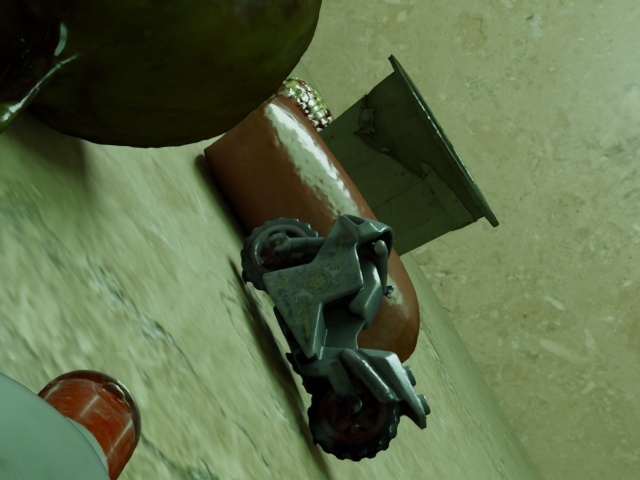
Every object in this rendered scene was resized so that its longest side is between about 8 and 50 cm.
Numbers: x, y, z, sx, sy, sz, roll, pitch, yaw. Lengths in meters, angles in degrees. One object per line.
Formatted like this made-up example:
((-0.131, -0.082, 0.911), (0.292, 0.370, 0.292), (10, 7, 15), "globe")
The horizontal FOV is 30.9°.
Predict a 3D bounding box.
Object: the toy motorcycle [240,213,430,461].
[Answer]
((0.022, 0.062, 0.876), (0.080, 0.122, 0.215), (76, -10, -56), "toy motorcycle")

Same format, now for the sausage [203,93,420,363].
((0.000, 0.000, 1.032), (0.259, 0.113, 0.113), (58, 8, -3), "sausage")

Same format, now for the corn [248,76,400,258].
((0.012, -0.063, 1.400), (0.290, 0.098, 0.098), (58, 8, -8), "corn")

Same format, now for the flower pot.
((0.050, -0.060, 1.223), (0.212, 0.202, 0.212), (59, 7, -12), "flower pot")

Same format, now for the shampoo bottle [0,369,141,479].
((-0.091, 0.084, 0.316), (0.108, 0.051, 0.221), (56, 8, -6), "shampoo bottle")

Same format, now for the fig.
((-0.115, -0.133, 0.604), (0.190, 0.190, 0.290), (60, 21, 5), "fig")
